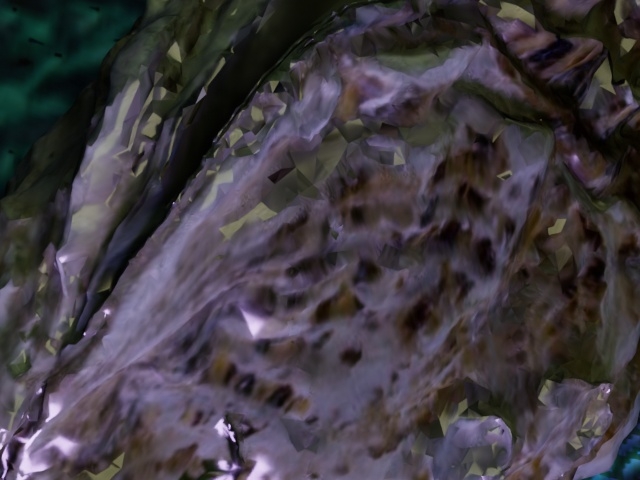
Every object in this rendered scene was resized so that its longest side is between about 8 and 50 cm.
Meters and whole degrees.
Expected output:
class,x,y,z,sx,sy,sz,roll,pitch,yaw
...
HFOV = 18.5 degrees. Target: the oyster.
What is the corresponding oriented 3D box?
class,x,y,z,sx,sy,sz,roll,pitch,yaw
oyster,0.000,0.000,0.538,0.267,0.112,0.198,-6,104,-37
